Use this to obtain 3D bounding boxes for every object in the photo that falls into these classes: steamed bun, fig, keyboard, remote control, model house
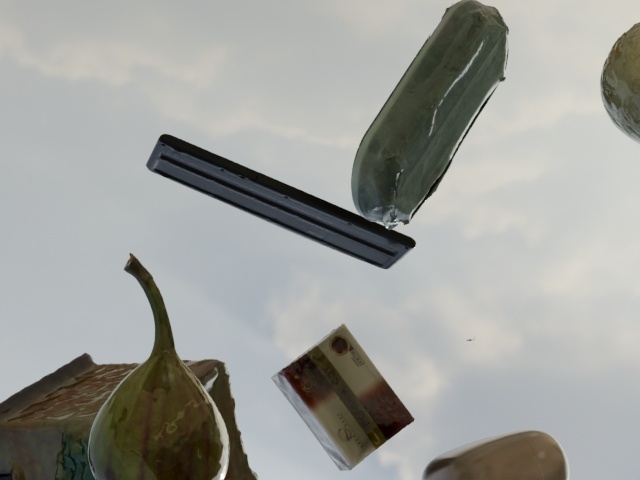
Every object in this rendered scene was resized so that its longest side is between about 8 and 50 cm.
[{"bbox_3d":[0.281,-0.120,1.263,0.112,0.091,0.130,13,-136,1],"label":"steamed bun"},{"bbox_3d":[-0.108,0.103,0.985,0.093,0.166,0.093,-4,-145,3],"label":"fig"},{"bbox_3d":[0.006,-0.011,1.575,0.381,0.041,0.103,29,158,-6],"label":"keyboard"},{"bbox_3d":[0.105,-0.120,1.456,0.052,0.104,0.247,18,-117,31],"label":"remote control"},{"bbox_3d":[-0.230,0.284,1.584,0.280,0.312,0.245,-3,-162,27],"label":"model house"}]

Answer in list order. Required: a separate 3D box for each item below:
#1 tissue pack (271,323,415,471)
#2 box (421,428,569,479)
[{"bbox_3d":[0.027,0.194,1.927,0.106,0.149,0.099,-37,178,-13],"label":"tissue pack"},{"bbox_3d":[0.187,0.258,1.698,0.146,0.088,0.200,-15,173,-16],"label":"box"}]
